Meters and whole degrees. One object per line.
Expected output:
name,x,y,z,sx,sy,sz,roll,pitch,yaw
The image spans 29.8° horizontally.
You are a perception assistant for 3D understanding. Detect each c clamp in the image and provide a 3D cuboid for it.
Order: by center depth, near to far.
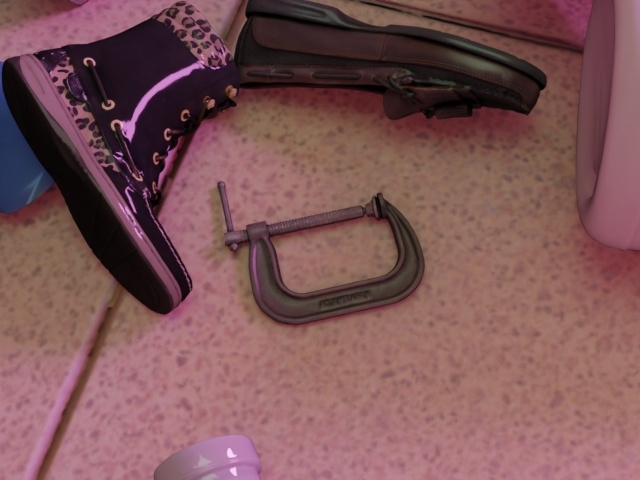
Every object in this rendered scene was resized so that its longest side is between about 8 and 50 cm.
c clamp,0.000,0.000,0.967,0.160,0.022,0.137,-7,63,0

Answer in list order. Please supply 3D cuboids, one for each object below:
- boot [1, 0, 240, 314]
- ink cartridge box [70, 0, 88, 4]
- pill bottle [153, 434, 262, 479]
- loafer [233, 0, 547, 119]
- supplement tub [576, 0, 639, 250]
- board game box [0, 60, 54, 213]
boot,-0.126,-0.076,0.975,0.178,0.085,0.236,-31,84,-30
ink cartridge box,-0.237,-0.402,1.065,0.226,0.131,0.306,-40,76,10
pill bottle,-0.049,0.229,0.807,0.103,0.103,0.184,-20,64,-7
loafer,0.052,-0.136,1.008,0.267,0.096,0.084,18,85,19
supplement tub,0.359,-0.096,0.881,0.316,0.228,0.228,4,63,5
board game box,-0.281,-0.086,1.022,0.168,0.033,0.133,12,71,11
